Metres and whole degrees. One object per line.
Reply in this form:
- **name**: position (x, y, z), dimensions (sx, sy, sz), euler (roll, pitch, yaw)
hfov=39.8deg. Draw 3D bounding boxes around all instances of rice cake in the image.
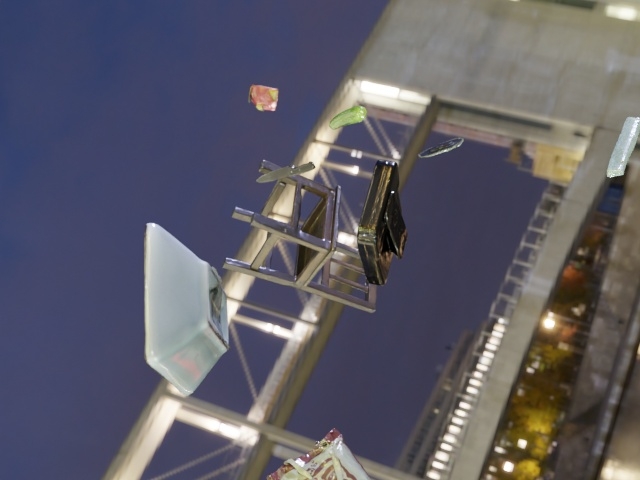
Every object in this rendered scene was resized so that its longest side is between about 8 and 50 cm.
- **rice cake**: position (0.608, -0.187, 1.768), dimensions (0.171, 0.033, 0.029), euler (-57, -39, -34)

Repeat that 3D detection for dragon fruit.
- **dragon fruit**: position (-0.133, -0.324, 2.010), dimensions (0.083, 0.060, 0.056), euler (-145, 63, -66)

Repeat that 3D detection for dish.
- **dish**: position (-0.169, 0.095, 1.174), dimensions (0.243, 0.080, 0.182), euler (82, -177, -70)

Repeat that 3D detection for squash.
- **squash**: position (0.044, -0.199, 1.435), dimensions (0.027, 0.089, 0.027), euler (5, -99, -36)

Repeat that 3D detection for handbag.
- **handbag**: position (0.023, 0.581, 2.038), dimensions (0.213, 0.235, 0.127), euler (-34, -25, -15)

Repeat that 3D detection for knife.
- **knife**: position (-0.071, -0.133, 1.746), dimensions (0.010, 0.170, 0.023), euler (-1, -98, -46)

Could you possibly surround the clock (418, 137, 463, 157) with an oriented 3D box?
- **clock**: position (0.209, -0.161, 1.539), dimensions (0.010, 0.083, 0.074), euler (67, -154, -13)

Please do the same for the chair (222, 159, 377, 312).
- **chair**: position (0.000, 0.000, 2.187), dimensions (0.240, 0.416, 0.203), euler (126, 156, -48)

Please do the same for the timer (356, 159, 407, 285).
- **timer**: position (0.101, -0.024, 1.386), dimensions (0.187, 0.055, 0.144), euler (70, -148, -63)
